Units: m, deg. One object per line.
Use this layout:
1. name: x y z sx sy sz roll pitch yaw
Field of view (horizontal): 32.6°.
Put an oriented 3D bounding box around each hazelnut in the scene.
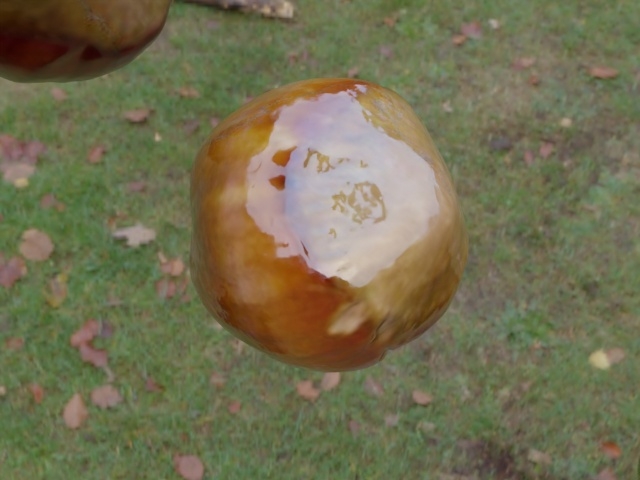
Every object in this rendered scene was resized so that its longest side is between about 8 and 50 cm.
1. hazelnut: 0.000 0.000 0.649 0.182 0.182 0.182 2 47 -3
2. hazelnut: -0.195 -0.191 0.669 0.181 0.212 0.181 -14 32 21

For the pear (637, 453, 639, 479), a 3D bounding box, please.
1. pear: 0.387 0.223 0.951 0.282 0.286 0.176 19 57 -18
